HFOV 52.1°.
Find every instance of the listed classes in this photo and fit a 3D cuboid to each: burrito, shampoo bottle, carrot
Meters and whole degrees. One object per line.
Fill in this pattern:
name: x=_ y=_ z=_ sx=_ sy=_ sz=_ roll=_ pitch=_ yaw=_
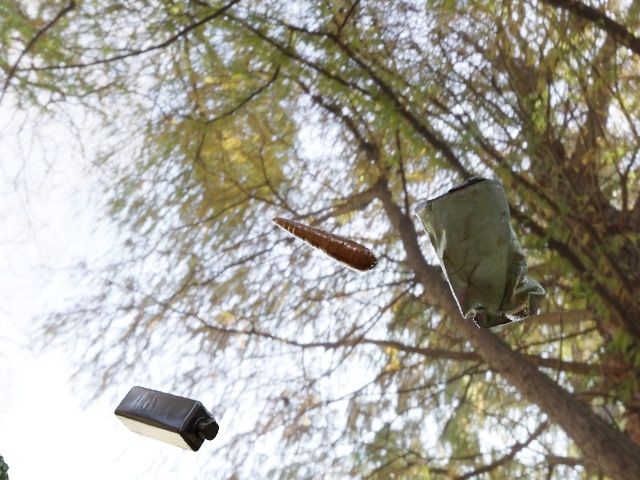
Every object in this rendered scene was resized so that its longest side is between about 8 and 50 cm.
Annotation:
burrito: x=0.252 y=0.022 z=1.024 sx=0.144 sy=0.089 sz=0.229 roll=-25 pitch=-101 yaw=25
shampoo bottle: x=-0.308 y=0.364 z=1.338 sx=0.246 sy=0.080 sz=0.079 roll=2 pitch=-45 yaw=35
carrot: x=0.000 y=0.000 z=1.104 sx=0.216 sy=0.048 sz=0.048 roll=24 pitch=-50 yaw=28

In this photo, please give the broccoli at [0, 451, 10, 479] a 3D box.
broccoli: x=-0.664 y=0.427 z=0.991 sx=0.310 sy=0.413 sz=0.321 roll=21 pitch=-96 yaw=6
